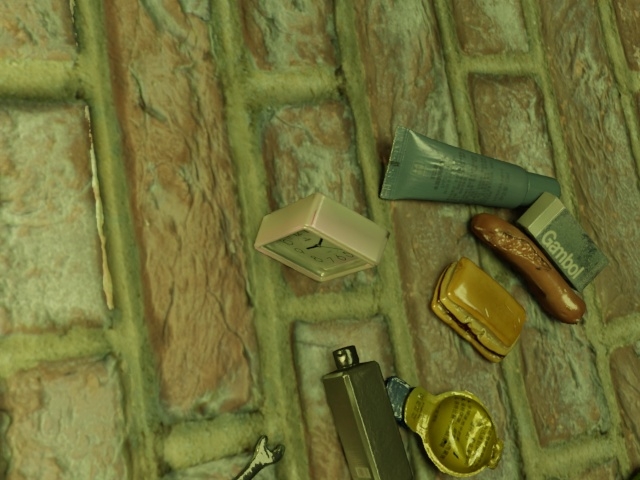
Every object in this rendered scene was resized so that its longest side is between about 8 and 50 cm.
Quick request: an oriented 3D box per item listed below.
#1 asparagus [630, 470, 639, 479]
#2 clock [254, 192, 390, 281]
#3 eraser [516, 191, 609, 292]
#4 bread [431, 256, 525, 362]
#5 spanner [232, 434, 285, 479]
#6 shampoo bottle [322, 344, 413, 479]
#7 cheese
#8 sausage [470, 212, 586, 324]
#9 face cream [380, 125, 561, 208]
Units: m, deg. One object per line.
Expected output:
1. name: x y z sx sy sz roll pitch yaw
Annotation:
1. asparagus: 0.583 0.528 1.836 0.278 0.067 0.060 -29 121 -29
2. clock: 0.000 0.000 1.533 0.150 0.197 0.063 29 67 -23
3. eraser: 0.480 0.006 1.864 0.092 0.046 0.212 -47 119 -1
4. bread: 0.301 0.130 1.760 0.200 0.077 0.116 41 53 -17
5. spanner: -0.146 0.397 1.457 0.254 0.015 0.054 -43 99 -31
6. shampoo bottle: 0.074 0.297 1.575 0.079 0.080 0.246 -15 87 -34
7. cheese: 0.214 0.322 1.664 0.250 0.064 0.156 31 63 -11
8. sausage: 0.409 0.051 1.838 0.304 0.078 0.078 46 60 -13
9. face cream: 0.292 -0.118 1.804 0.385 0.086 0.135 9 100 -27
